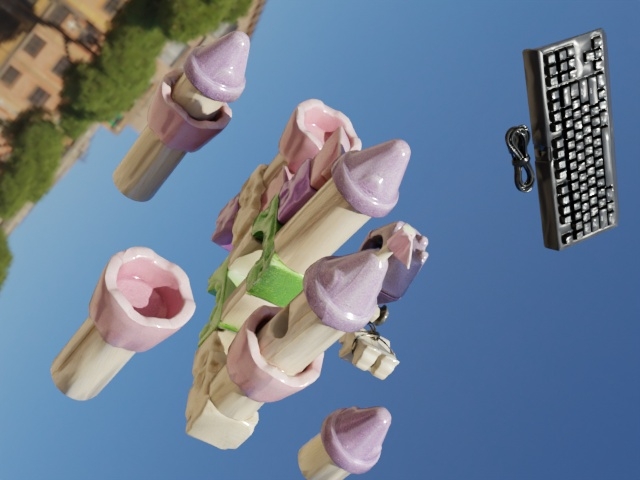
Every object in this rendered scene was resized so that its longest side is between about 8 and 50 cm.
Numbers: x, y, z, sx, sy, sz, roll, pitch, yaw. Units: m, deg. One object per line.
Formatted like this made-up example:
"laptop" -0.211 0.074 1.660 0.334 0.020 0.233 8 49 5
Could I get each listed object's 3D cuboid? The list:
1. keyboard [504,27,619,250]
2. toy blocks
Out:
"keyboard" 0.206 -0.079 0.794 0.108 0.180 0.023 -19 -157 -15
"toy blocks" 0.000 0.000 0.735 0.260 0.308 0.289 -45 -153 35
